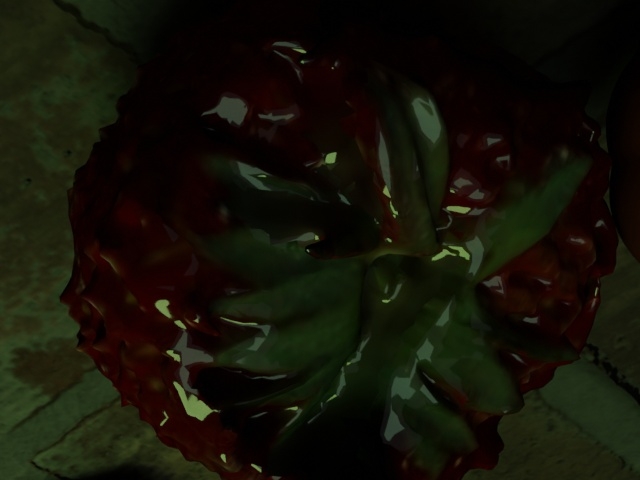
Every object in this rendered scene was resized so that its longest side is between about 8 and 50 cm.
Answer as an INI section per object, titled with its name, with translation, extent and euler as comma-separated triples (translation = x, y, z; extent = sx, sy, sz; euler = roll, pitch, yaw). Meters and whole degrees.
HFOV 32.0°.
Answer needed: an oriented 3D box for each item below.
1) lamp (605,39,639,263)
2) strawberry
[lamp]
translation = 0.252, -0.044, 0.534
extent = 0.227, 0.227, 0.227
euler = -6, 134, -6
[strawberry]
translation = -0.003, 0.004, 0.547
extent = 0.261, 0.258, 0.261
euler = -8, 110, -23
